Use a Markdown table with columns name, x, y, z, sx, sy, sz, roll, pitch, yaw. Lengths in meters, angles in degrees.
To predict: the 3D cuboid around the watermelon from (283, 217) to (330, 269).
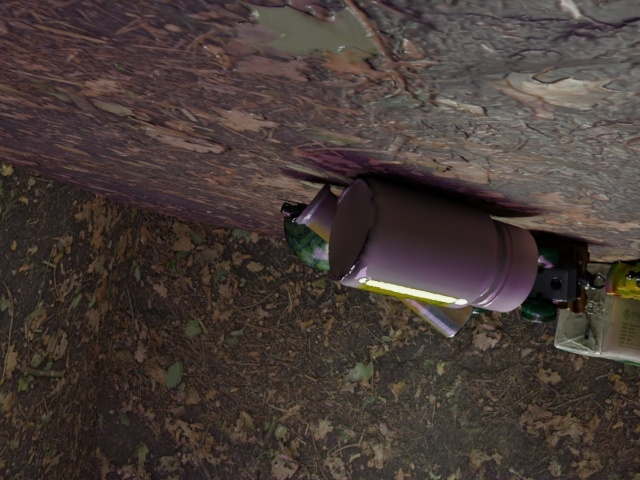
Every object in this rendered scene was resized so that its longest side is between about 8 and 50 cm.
| name | x | y | z | sx | sy | sz | roll | pitch | yaw |
| --- | --- | --- | --- | --- | --- | --- | --- | --- | --- |
| watermelon | 0.000 | 0.000 | 2.396 | 0.305 | 0.180 | 0.224 | 16 | 132 | -5 |

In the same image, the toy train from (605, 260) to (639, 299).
| name | x | y | z | sx | sy | sz | roll | pitch | yaw |
| --- | --- | --- | --- | --- | --- | --- | --- | --- | --- |
| toy train | 0.815 | 0.105 | 1.595 | 0.161 | 0.100 | 0.296 | 13 | 176 | 9 |

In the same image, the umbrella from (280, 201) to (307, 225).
| name | x | y | z | sx | sy | sz | roll | pitch | yaw |
| --- | --- | --- | --- | --- | --- | --- | --- | --- | --- |
| umbrella | -0.008 | -0.063 | 1.906 | 0.224 | 0.071 | 0.080 | 21 | -176 | -4 |

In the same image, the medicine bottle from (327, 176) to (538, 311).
| name | x | y | z | sx | sy | sz | roll | pitch | yaw |
| --- | --- | --- | --- | --- | --- | --- | --- | --- | --- |
| medicine bottle | 0.218 | 0.017 | 1.274 | 0.379 | 0.213 | 0.213 | 13 | 176 | -19 |

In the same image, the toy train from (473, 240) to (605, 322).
| name | x | y | z | sx | sy | sz | roll | pitch | yaw |
| --- | --- | --- | --- | --- | --- | --- | --- | --- | --- |
| toy train | 0.472 | 0.076 | 1.600 | 0.430 | 0.178 | 0.249 | 4 | -167 | 24 |

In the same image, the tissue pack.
| name | x | y | z | sx | sy | sz | roll | pitch | yaw |
| --- | --- | --- | --- | --- | --- | --- | --- | --- | --- |
| tissue pack | 0.880 | 0.222 | 1.892 | 0.357 | 0.265 | 0.194 | 15 | 175 | -31 |

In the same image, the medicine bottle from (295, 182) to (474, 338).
| name | x | y | z | sx | sy | sz | roll | pitch | yaw |
| --- | --- | --- | --- | --- | --- | --- | --- | --- | --- |
| medicine bottle | 0.142 | 0.050 | 1.416 | 0.426 | 0.108 | 0.108 | 39 | 174 | -4 |
